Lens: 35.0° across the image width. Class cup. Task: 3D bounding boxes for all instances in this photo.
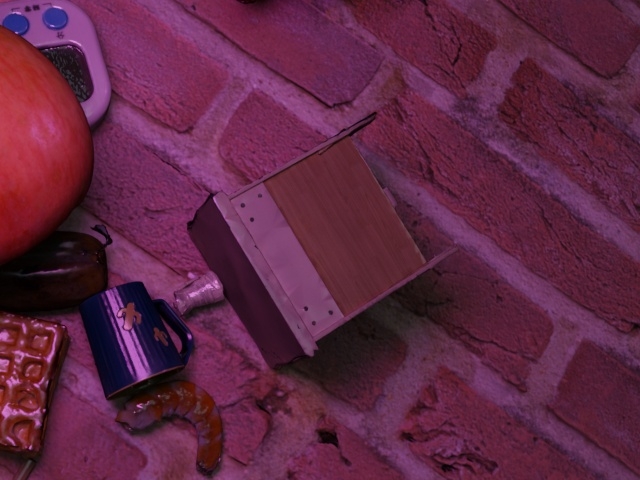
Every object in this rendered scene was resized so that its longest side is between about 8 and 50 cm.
[{"bbox_3d":[-0.288,0.151,1.606,0.176,0.131,0.155,-16,79,-48],"label":"cup"}]

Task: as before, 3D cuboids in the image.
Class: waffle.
[{"bbox_3d":[-0.550,0.201,1.530,0.307,0.091,0.213,13,76,-12],"label":"waffle"}]

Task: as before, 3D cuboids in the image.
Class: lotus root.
[{"bbox_3d":[-0.445,0.045,1.575,0.240,0.123,0.124,-1,55,-12],"label":"lotus root"}]

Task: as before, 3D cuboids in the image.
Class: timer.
[{"bbox_3d":[-0.482,-0.268,1.645,0.261,0.087,0.237,-14,83,-18],"label":"timer"}]

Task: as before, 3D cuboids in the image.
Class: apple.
[{"bbox_3d":[-0.500,-0.132,1.391,0.363,0.364,0.364,3,78,-15],"label":"apple"}]

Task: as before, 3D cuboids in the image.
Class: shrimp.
[{"bbox_3d":[-0.236,0.310,1.625,0.161,0.049,0.166,-19,92,-20],"label":"shrimp"}]

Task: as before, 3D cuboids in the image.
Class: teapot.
[{"bbox_3d":[-0.206,0.088,1.670,0.083,0.057,0.067,-27,43,-19],"label":"teapot"}]

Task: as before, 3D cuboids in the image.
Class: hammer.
[{"bbox_3d":[-0.496,0.419,1.540,0.062,0.013,0.199,31,72,-8],"label":"hammer"}]

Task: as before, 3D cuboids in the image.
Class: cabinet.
[{"bbox_3d":[0.000,0.000,1.658,0.318,0.227,0.290,-31,88,-22],"label":"cabinet"}]

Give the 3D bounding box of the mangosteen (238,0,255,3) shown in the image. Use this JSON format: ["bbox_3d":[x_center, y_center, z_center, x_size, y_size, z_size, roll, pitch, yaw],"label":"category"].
[{"bbox_3d":[-0.023,-0.611,1.712,0.381,0.382,0.436,3,95,-15],"label":"mangosteen"}]
